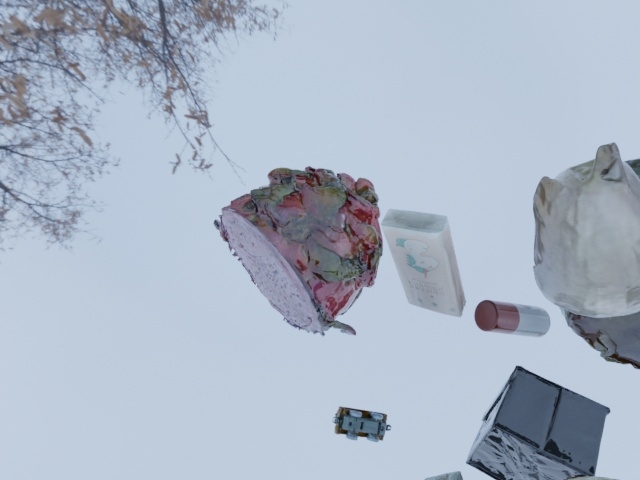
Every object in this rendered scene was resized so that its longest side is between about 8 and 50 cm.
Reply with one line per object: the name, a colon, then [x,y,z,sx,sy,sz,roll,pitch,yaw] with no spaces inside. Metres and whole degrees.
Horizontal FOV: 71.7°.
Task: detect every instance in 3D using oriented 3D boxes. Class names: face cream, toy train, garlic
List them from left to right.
toy train: [0.128,0.604,1.468,0.220,0.127,0.089,16,-104,-19]
face cream: [0.573,0.234,1.324,0.214,0.096,0.095,10,-83,-24]
garlic: [0.203,0.006,0.329,0.087,0.196,0.101,-11,-107,34]

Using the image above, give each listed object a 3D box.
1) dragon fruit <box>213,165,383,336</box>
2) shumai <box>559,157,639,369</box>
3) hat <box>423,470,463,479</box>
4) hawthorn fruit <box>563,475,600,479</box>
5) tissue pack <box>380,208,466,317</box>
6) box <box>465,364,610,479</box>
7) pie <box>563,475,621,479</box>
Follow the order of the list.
dragon fruit: [0.000,0.000,0.843,0.263,0.296,0.314,-38,-89,-24]
shumai: [0.513,0.054,0.677,0.398,0.323,0.323,19,-65,35]
hat: [0.241,0.639,0.876,0.168,0.301,0.257,-24,-107,17]
hawthorn fruit: [0.599,0.620,0.893,0.211,0.299,0.211,-22,-51,-31]
tissue pack: [0.281,0.065,1.183,0.071,0.170,0.325,-54,-45,-32]
box: [0.604,0.567,1.268,0.251,0.345,0.204,24,-127,22]
pie: [0.399,0.494,0.726,0.338,0.075,0.337,-2,-67,-5]
